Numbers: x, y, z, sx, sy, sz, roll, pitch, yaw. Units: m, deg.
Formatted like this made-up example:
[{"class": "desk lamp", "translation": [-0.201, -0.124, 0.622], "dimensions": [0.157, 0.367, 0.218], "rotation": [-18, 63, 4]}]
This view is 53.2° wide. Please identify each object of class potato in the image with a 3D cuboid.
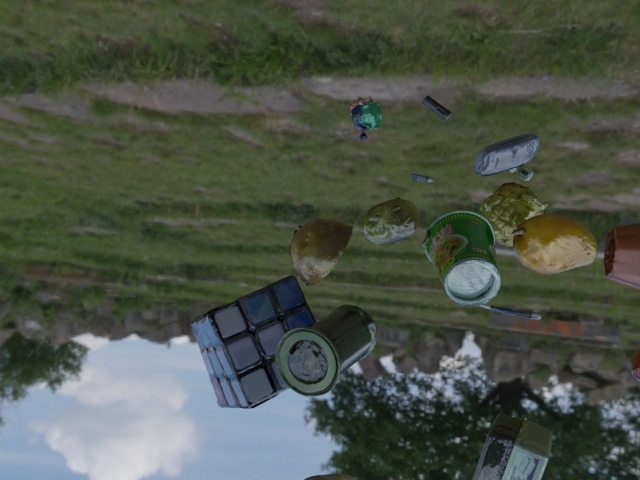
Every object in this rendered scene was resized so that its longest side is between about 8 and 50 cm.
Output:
[{"class": "potato", "translation": [0.274, -0.069, 2.425], "dimensions": [0.149, 0.197, 0.228], "rotation": [31, -171, 39]}, {"class": "potato", "translation": [0.000, 0.000, 1.846], "dimensions": [0.138, 0.243, 0.098], "rotation": [40, 145, -19]}]

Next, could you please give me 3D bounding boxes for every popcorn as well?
[{"class": "popcorn", "translation": [0.617, -0.090, 2.034], "dimensions": [0.216, 0.181, 0.235], "rotation": [-49, 168, 33]}]

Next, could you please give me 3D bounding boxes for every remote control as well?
[{"class": "remote control", "translation": [0.331, -0.379, 1.818], "dimensions": [0.091, 0.034, 0.016], "rotation": [41, -169, 15]}]

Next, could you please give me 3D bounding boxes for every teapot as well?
[{"class": "teapot", "translation": [0.013, 0.327, 1.917], "dimensions": [0.270, 0.200, 0.337], "rotation": [-35, 172, 27]}]

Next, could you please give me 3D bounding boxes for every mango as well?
[{"class": "mango", "translation": [0.663, 0.013, 1.802], "dimensions": [0.317, 0.176, 0.119], "rotation": [8, -165, -23]}]

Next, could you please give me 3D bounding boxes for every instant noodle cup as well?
[{"class": "instant noodle cup", "translation": [0.389, 0.058, 1.727], "dimensions": [0.207, 0.206, 0.232], "rotation": [5, -151, 1]}]

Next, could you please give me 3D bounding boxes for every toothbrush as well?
[{"class": "toothbrush", "translation": [0.599, 0.233, 2.165], "dimensions": [0.288, 0.024, 0.026], "rotation": [10, 137, 14]}]

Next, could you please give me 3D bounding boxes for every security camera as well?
[{"class": "security camera", "translation": [0.778, -0.269, 2.462], "dimensions": [0.058, 0.058, 0.092], "rotation": [7, -156, -42]}]

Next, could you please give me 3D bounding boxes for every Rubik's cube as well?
[{"class": "Rubik's cube", "translation": [-0.216, 0.360, 2.234], "dimensions": [0.363, 0.362, 0.359], "rotation": [-22, 172, -28]}]

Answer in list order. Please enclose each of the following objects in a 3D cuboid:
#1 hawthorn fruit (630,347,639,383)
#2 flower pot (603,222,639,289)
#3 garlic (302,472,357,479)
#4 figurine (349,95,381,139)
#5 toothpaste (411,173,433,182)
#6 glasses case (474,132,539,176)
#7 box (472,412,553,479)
[{"class": "hawthorn fruit", "translation": [1.040, 0.373, 1.936], "dimensions": [0.157, 0.193, 0.157], "rotation": [10, -140, -8]}, {"class": "flower pot", "translation": [0.782, 0.037, 1.526], "dimensions": [0.173, 0.190, 0.190], "rotation": [6, 178, 11]}, {"class": "garlic", "translation": [-0.033, 0.588, 1.353], "dimensions": [0.279, 0.132, 0.325], "rotation": [-10, 153, -31]}, {"class": "figurine", "translation": [0.148, -0.409, 2.099], "dimensions": [0.102, 0.111, 0.195], "rotation": [-25, -160, 5]}, {"class": "toothpaste", "translation": [0.328, -0.200, 2.056], "dimensions": [0.083, 0.027, 0.019], "rotation": [16, -130, 39]}, {"class": "glasses case", "translation": [0.638, -0.293, 2.180], "dimensions": [0.283, 0.109, 0.067], "rotation": [-20, -135, -28]}, {"class": "box", "translation": [0.529, 0.643, 1.789], "dimensions": [0.166, 0.290, 0.221], "rotation": [20, -167, 22]}]
